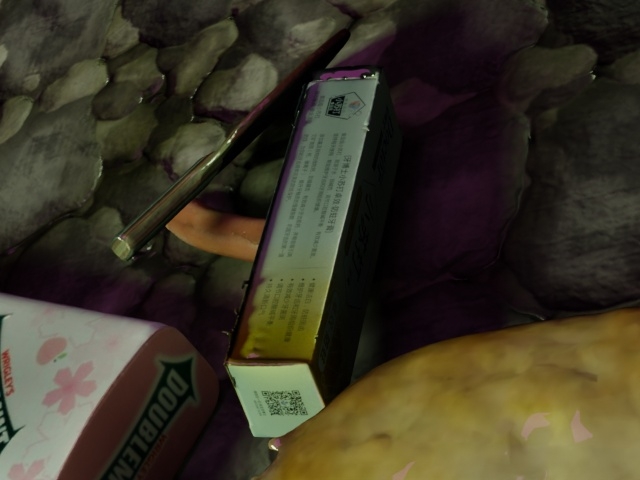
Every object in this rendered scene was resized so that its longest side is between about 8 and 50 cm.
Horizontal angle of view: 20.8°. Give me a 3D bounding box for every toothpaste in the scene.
[{"bbox_3d":[0.000,0.000,1.286,0.071,0.089,0.313,-3,44,18],"label":"toothpaste"}]

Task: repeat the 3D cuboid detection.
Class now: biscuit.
[{"bbox_3d":[0.120,0.223,1.017,0.446,0.104,0.429,-10,47,26],"label":"biscuit"}]

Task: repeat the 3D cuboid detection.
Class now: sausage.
[{"bbox_3d":[-0.071,-0.009,1.413,0.176,0.040,0.047,13,69,45],"label":"sausage"}]

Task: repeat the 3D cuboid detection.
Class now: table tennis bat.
[{"bbox_3d":[-0.070,-0.079,1.406,0.274,0.021,0.154,-45,1,-26],"label":"table tennis bat"}]

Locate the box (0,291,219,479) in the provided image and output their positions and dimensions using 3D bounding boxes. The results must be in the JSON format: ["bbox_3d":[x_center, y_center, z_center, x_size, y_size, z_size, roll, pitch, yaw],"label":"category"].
[{"bbox_3d":[-0.272,0.132,1.377,0.369,0.112,0.190,8,54,38],"label":"box"}]
